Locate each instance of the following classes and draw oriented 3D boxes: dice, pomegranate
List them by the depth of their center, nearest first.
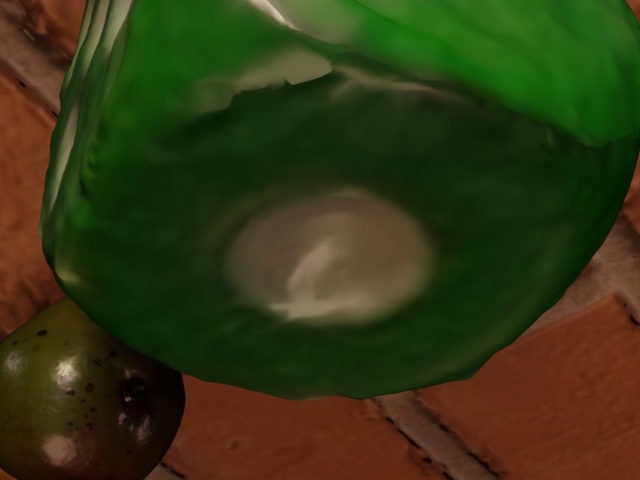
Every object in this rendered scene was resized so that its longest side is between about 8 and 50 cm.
[{"bbox_3d":[0.002,-0.094,0.728,0.297,0.300,0.287,16,134,-21],"label":"dice"},{"bbox_3d":[-0.221,0.137,1.033,0.209,0.180,0.180,-4,146,48],"label":"pomegranate"}]
